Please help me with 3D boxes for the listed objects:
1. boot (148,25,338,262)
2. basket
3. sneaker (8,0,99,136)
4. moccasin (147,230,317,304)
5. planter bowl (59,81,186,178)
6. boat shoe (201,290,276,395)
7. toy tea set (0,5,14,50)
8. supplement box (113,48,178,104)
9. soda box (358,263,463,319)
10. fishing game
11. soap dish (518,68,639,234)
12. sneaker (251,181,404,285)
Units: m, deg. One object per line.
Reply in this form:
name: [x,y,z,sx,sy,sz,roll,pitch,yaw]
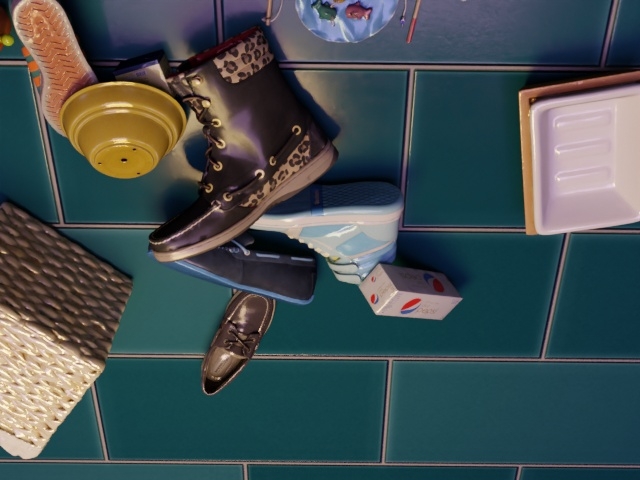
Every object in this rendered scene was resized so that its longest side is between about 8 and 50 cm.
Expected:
boot: [-0.178,-0.162,1.356,0.378,0.138,0.284,-33,116,-10]
basket: [-0.571,0.162,1.500,0.331,0.328,0.266,37,113,-20]
sneaker: [-0.446,-0.314,1.343,0.108,0.121,0.302,-17,142,-13]
moccasin: [-0.166,0.033,1.543,0.342,0.138,0.116,19,81,-29]
planter bowl: [-0.340,-0.170,1.374,0.217,0.090,0.217,-6,150,-3]
boat shoe: [-0.175,0.214,1.665,0.103,0.092,0.285,26,118,-14]
toy tea set: [-0.662,-0.330,1.289,0.336,0.124,0.200,-25,122,24]
supplement box: [-0.301,-0.275,1.382,0.083,0.056,0.083,-14,121,9]
soda box: [0.179,0.102,1.546,0.216,0.073,0.069,10,128,-46]
fishing game: [0.044,-0.413,1.305,0.264,0.041,0.189,9,121,-8]
soap dish: [0.470,-0.160,1.416,0.229,0.118,0.290,-9,121,5]
sneaker: [0.000,0.000,1.517,0.319,0.127,0.208,1,127,8]
